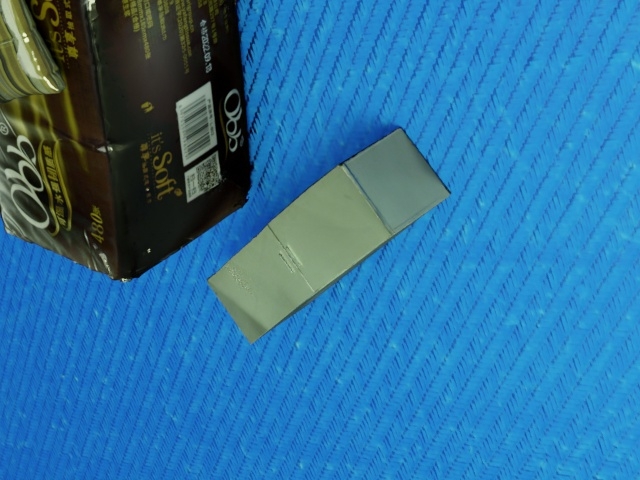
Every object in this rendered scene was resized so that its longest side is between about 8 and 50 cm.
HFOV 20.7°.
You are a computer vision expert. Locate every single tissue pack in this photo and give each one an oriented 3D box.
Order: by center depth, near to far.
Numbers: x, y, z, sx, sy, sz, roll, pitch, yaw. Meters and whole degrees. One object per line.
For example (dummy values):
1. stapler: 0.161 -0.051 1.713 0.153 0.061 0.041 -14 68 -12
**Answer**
1. tissue pack: -0.188 -0.169 1.609 0.198 0.210 0.370 17 127 30

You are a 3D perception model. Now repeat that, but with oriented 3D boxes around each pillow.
1. pillow: -0.307 -0.166 1.536 0.203 0.038 0.113 -7 112 47

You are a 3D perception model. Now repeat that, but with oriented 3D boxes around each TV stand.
1. TV stand: 0.000 0.000 1.623 0.083 0.088 0.269 53 141 3
